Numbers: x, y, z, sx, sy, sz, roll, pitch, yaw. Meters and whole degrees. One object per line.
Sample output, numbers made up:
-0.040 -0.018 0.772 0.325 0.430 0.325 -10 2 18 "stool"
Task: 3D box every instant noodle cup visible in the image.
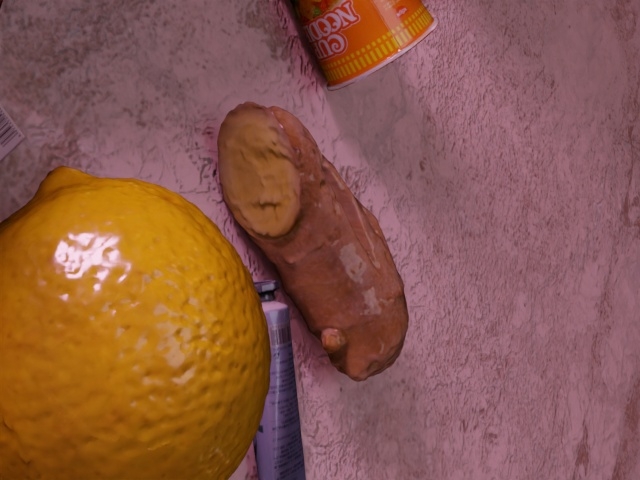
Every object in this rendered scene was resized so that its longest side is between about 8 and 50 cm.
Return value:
0.031 -0.304 1.153 0.185 0.168 0.168 57 42 -17 "instant noodle cup"

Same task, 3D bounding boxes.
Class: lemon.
-0.161 0.086 0.726 0.267 0.267 0.267 16 69 -51 "lemon"

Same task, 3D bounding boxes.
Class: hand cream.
-0.048 0.170 1.011 0.088 0.055 0.255 -12 94 -63 "hand cream"

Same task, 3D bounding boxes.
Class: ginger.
0.000 0.000 1.051 0.354 0.126 0.190 58 38 -27 "ginger"

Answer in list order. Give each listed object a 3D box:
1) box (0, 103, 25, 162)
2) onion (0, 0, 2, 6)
-0.301 -0.075 0.737 0.089 0.043 0.125 59 42 -26 "box"
-0.326 -0.199 0.499 0.348 0.285 0.347 14 67 -36 "onion"
